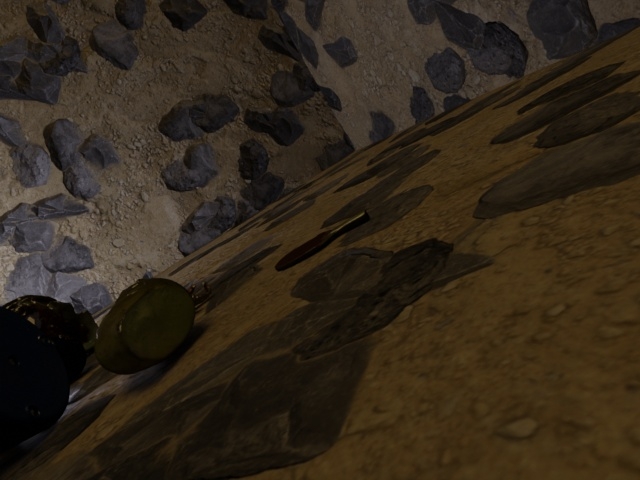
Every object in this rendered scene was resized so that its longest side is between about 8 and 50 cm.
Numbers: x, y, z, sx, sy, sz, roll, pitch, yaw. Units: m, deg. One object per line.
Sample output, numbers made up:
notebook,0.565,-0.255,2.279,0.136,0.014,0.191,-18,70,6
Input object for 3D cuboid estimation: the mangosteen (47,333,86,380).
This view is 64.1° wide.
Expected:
mangosteen,-0.655,0.308,1.265,0.151,0.137,0.137,-66,13,-2

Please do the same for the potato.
potato,-0.315,0.156,0.932,0.176,0.141,0.298,-44,17,2

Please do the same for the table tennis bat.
table tennis bat,0.000,0.000,1.098,0.234,0.022,0.131,-30,9,16

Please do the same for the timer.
timer,-0.697,0.326,0.928,0.383,0.270,0.270,-37,9,4

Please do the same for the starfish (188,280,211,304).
starfish,-0.332,0.173,1.196,0.150,0.053,0.210,-40,9,25

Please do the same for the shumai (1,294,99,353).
shumai,-0.836,0.332,1.527,0.288,0.292,0.330,22,50,31
